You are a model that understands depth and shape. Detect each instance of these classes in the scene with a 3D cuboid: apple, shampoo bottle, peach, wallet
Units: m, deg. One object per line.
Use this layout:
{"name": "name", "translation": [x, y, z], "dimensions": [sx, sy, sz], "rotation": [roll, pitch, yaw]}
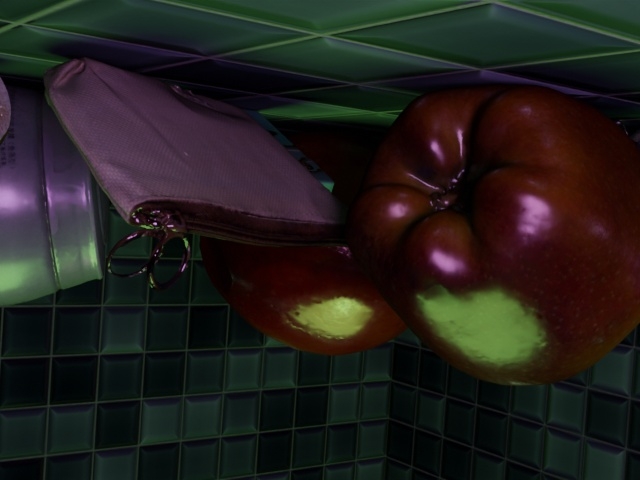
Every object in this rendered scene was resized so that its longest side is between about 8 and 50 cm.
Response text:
{"name": "apple", "translation": [0.183, -0.007, 0.870], "dimensions": [0.288, 0.288, 0.317], "rotation": [5, 166, 39]}
{"name": "shampoo bottle", "translation": [-0.395, -0.054, 1.086], "dimensions": [0.266, 0.272, 0.273], "rotation": [-3, -177, -12]}
{"name": "peach", "translation": [0.000, 0.000, 1.406], "dimensions": [0.389, 0.388, 0.388], "rotation": [4, -178, 0]}
{"name": "wallet", "translation": [-0.116, -0.071, 0.847], "dimensions": [0.335, 0.068, 0.275], "rotation": [2, -139, -53]}

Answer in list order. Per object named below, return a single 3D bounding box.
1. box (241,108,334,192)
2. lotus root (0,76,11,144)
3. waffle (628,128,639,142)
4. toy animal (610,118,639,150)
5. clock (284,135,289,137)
{"name": "box", "translation": [-0.105, -0.108, 1.064], "dimensions": [0.162, 0.041, 0.229], "rotation": [3, -153, -30]}
{"name": "lotus root", "translation": [-0.365, -0.125, 0.871], "dimensions": [0.081, 0.112, 0.122], "rotation": [-3, 176, 43]}
{"name": "waffle", "translation": [0.473, -0.106, 1.152], "dimensions": [0.292, 0.056, 0.309], "rotation": [3, -177, -12]}
{"name": "toy animal", "translation": [0.360, -0.086, 1.011], "dimensions": [0.108, 0.062, 0.220], "rotation": [30, 146, -10]}
{"name": "clock", "translation": [-0.114, -0.141, 1.616], "dimensions": [0.143, 0.096, 0.202], "rotation": [6, 180, -30]}
